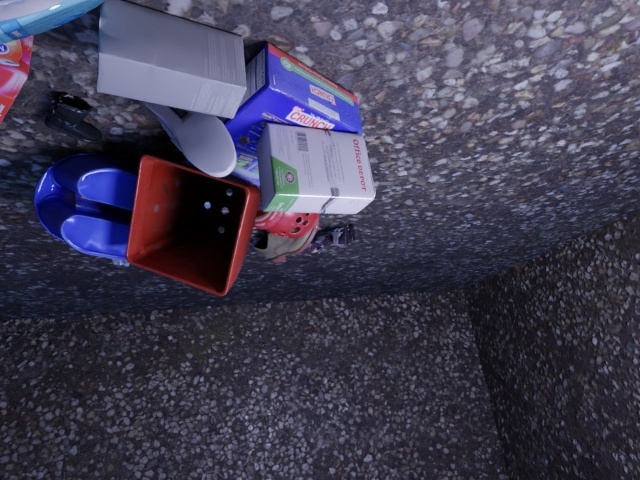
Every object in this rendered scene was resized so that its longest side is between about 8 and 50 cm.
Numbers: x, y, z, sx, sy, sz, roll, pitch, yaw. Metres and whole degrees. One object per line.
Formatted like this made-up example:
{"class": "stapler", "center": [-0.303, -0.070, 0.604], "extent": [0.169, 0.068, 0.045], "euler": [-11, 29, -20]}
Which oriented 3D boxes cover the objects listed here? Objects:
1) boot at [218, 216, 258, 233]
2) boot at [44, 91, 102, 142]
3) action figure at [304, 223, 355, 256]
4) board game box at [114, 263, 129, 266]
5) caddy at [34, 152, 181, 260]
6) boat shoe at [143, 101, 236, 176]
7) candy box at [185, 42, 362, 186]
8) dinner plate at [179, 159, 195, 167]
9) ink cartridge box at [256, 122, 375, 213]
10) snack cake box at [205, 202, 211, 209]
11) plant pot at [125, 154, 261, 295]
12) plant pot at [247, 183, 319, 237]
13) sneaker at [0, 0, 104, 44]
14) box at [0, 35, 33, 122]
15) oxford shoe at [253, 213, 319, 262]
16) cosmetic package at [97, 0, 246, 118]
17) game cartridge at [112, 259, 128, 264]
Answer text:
{"class": "boot", "center": [-0.303, -0.079, 1.452], "extent": [0.197, 0.077, 0.137], "euler": [-16, 158, -15]}
{"class": "boot", "center": [-0.519, -0.263, 0.887], "extent": [0.099, 0.045, 0.121], "euler": [-27, 152, 37]}
{"class": "action figure", "center": [0.000, 0.000, 1.741], "extent": [0.284, 0.099, 0.185], "euler": [-12, 167, 24]}
{"class": "board game box", "center": [-0.603, 0.065, 1.762], "extent": [0.389, 0.051, 0.390], "euler": [-19, 157, 29]}
{"class": "caddy", "center": [-0.543, -0.084, 1.082], "extent": [0.179, 0.242, 0.341], "euler": [23, -178, 38]}
{"class": "boat shoe", "center": [-0.257, -0.216, 0.823], "extent": [0.096, 0.267, 0.088], "euler": [-46, 165, -8]}
{"class": "candy box", "center": [-0.110, -0.254, 0.941], "extent": [0.317, 0.122, 0.268], "euler": [-23, 154, 40]}
{"class": "dinner plate", "center": [-0.350, -0.196, 1.169], "extent": [0.141, 0.017, 0.141], "euler": [-7, 160, -3]}
{"class": "ink cartridge box", "center": [-0.011, -0.143, 0.862], "extent": [0.219, 0.161, 0.092], "euler": [1, 160, -24]}
{"class": "snack cake box", "center": [-0.491, -0.086, 1.321], "extent": [0.264, 0.089, 0.152], "euler": [2, 156, -26]}
{"class": "plant pot", "center": [-0.287, -0.057, 1.049], "extent": [0.267, 0.267, 0.236], "euler": [18, -164, 8]}
{"class": "plant pot", "center": [-0.123, -0.109, 1.219], "extent": [0.191, 0.191, 0.174], "euler": [-21, 161, 34]}
{"class": "sneaker", "center": [-0.446, -0.365, 0.516], "extent": [0.319, 0.208, 0.127], "euler": [-35, -151, -23]}
{"class": "box", "center": [-0.595, -0.279, 0.690], "extent": [0.256, 0.123, 0.128], "euler": [-22, 155, 36]}
{"class": "oxford shoe", "center": [-0.139, -0.014, 1.613], "extent": [0.130, 0.123, 0.348], "euler": [26, 138, -29]}
{"class": "cosmetic package", "center": [-0.257, -0.311, 0.721], "extent": [0.237, 0.127, 0.107], "euler": [4, 157, -25]}
{"class": "game cartridge", "center": [-0.537, 0.031, 1.443], "extent": [0.297, 0.062, 0.198], "euler": [-11, -174, 5]}
